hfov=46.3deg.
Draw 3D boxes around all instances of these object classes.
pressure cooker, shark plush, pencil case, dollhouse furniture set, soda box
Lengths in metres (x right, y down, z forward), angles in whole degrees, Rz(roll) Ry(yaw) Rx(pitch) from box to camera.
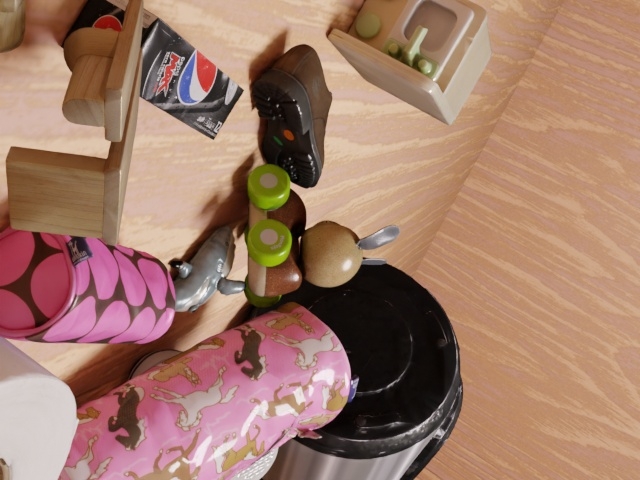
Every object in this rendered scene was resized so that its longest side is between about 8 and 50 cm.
[{"bbox_3d":[0.030,0.272,1.332,0.369,0.376,0.421,-15,147,-21],"label":"pressure cooker"},{"bbox_3d":[-0.164,0.044,0.878,0.161,0.073,0.067,-27,131,-27],"label":"shark plush"},{"bbox_3d":[-0.139,0.214,0.863,0.386,0.167,0.160,-23,156,-38],"label":"pencil case"},{"bbox_3d":[-0.177,-0.099,0.408,0.123,0.151,0.144,-95,-163,-46],"label":"dollhouse furniture set"},{"bbox_3d":[-0.121,-0.131,0.578,0.053,0.060,0.169,-58,166,3],"label":"soda box"},{"bbox_3d":[-0.194,0.038,0.634,0.095,0.098,0.209,-15,168,6],"label":"pencil case"}]

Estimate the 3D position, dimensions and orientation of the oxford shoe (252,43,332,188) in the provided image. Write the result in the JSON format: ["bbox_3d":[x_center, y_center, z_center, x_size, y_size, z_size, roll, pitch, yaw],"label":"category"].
[{"bbox_3d":[-0.018,-0.139,0.881,0.096,0.082,0.227,-57,168,-23],"label":"oxford shoe"}]

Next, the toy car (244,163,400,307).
[{"bbox_3d":[0.000,0.000,0.938,0.155,0.188,0.149,105,-15,-62],"label":"toy car"}]

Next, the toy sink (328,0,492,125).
[{"bbox_3d":[0.128,-0.261,0.984,0.131,0.152,0.234,-61,165,7],"label":"toy sink"}]

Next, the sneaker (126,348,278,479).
[{"bbox_3d":[-0.184,0.236,1.036,0.126,0.127,0.321,-49,139,-16],"label":"sneaker"}]

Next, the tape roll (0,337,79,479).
[{"bbox_3d":[-0.307,0.187,0.520,0.286,0.100,0.286,-53,165,-22],"label":"tape roll"}]
